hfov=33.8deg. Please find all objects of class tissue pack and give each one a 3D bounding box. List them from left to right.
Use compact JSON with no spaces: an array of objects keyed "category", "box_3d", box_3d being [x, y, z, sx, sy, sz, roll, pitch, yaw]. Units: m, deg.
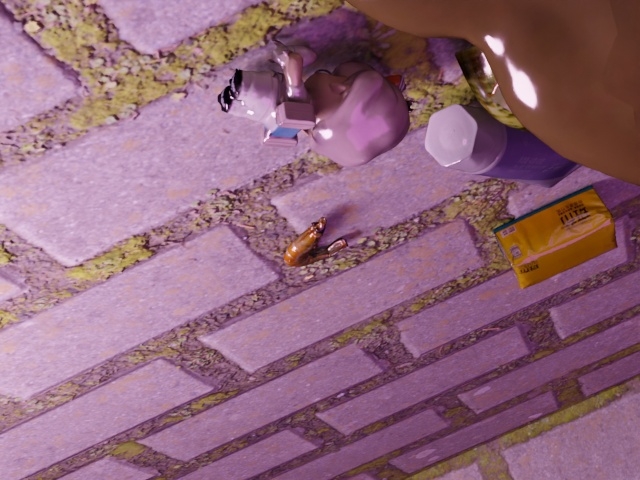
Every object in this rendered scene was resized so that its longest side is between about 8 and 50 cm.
[{"category":"tissue pack","box_3d":[0.364,-0.001,1.624,0.169,0.082,0.120,-24,152,6]}]

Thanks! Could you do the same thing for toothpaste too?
[{"category":"toothpaste","box_3d":[0.266,-0.112,1.359,0.125,0.080,0.371,-39,154,31]}]

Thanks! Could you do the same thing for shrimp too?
[{"category":"shrimp","box_3d":[0.000,0.000,1.419,0.091,0.025,0.127,-10,156,-22]}]

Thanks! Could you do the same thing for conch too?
[{"category":"conch","box_3d":[0.259,-0.188,1.132,0.181,0.124,0.187,-28,172,30]}]

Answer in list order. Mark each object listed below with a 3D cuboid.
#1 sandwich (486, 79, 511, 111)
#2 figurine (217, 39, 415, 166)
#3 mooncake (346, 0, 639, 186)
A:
[{"category":"sandwich","box_3d":[0.241,-0.186,1.007,0.079,0.113,0.163,25,101,-16]},{"category":"figurine","box_3d":[0.009,-0.136,1.086,0.229,0.112,0.137,6,149,-27]},{"category":"mooncake","box_3d":[0.203,-0.240,0.659,0.467,0.467,0.262,1,141,-38]}]
